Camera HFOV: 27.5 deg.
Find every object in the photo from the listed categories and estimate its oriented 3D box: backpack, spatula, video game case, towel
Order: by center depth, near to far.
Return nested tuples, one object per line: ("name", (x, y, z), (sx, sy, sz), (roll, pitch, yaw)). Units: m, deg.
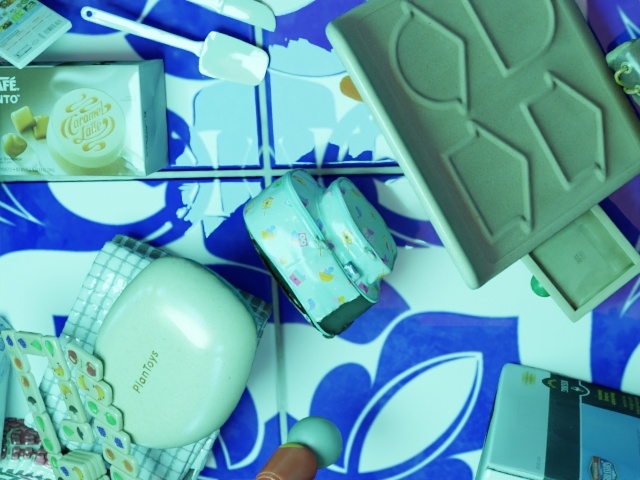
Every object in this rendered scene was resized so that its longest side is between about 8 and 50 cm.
("backpack", (0.000, 0.000, 1.581), (0.144, 0.166, 0.188), (-43, 95, 16))
("spatula", (-0.166, -0.299, 1.606), (0.242, 0.019, 0.168), (17, 109, -4))
("video game case", (-0.380, -0.268, 1.629), (0.122, 0.011, 0.087), (34, 68, 29))
("towel", (-0.217, 0.161, 1.692), (0.235, 0.121, 0.284), (26, 105, 4))

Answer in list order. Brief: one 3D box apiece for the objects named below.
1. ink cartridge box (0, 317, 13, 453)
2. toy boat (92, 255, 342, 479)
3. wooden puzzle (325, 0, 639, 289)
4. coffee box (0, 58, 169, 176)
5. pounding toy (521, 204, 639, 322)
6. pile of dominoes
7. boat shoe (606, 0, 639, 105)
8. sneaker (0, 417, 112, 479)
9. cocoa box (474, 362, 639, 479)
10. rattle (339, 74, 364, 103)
("ink cartridge box", (-0.464, 0.206, 1.720), (0.097, 0.046, 0.207), (-13, 55, 15))
("toy boat", (-0.120, 0.176, 1.545), (0.318, 0.148, 0.267), (41, 124, 7))
("wooden puzzle", (0.189, -0.156, 1.458), (0.080, 0.347, 0.322), (-20, 101, 57))
("coffee box", (-0.325, -0.156, 1.648), (0.246, 0.098, 0.141), (2, 103, 12))
("pounding toy", (0.288, 0.018, 1.572), (0.141, 0.100, 0.130), (-39, 93, 6))
("pile of dominoes", (-0.304, 0.232, 1.582), (0.196, 0.040, 0.251), (1, 114, 45))
("boat shoe", (0.387, -0.205, 1.483), (0.123, 0.123, 0.342), (1, 99, 19))
("sneaker", (-0.379, 0.321, 1.759), (0.299, 0.121, 0.112), (13, 107, 8))
("cocoa box", (0.286, 0.318, 1.498), (0.227, 0.347, 0.232), (13, 105, 8))
("rattle", (0.134, -0.141, 1.592), (0.199, 0.143, 0.130), (6, 72, 26))
